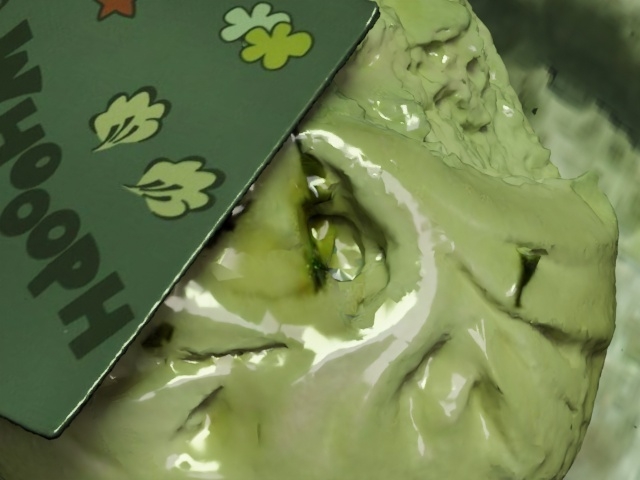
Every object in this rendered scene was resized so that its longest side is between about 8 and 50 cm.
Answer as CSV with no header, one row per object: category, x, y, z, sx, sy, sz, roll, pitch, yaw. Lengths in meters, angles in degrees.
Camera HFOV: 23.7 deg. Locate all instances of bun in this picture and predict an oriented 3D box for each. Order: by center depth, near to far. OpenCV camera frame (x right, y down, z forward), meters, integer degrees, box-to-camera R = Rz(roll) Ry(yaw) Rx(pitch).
bun,0.000,0.000,0.489,0.210,0.116,0.237,29,62,-5

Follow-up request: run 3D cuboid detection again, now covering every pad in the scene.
pad,-0.126,-0.053,0.460,0.245,0.006,0.170,22,58,24
